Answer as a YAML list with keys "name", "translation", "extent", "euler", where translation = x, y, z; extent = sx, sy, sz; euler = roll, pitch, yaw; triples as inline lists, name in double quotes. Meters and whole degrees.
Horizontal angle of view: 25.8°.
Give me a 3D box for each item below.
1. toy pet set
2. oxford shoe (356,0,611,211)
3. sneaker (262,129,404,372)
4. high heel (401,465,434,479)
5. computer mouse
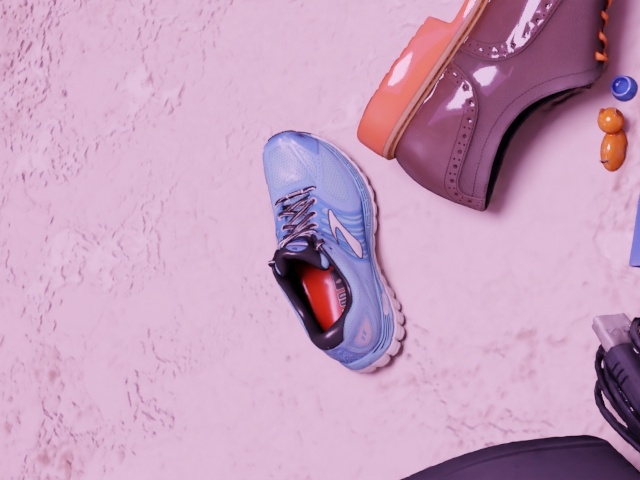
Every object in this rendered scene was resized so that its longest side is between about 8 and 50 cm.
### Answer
- name: "toy pet set"
  translation: [0.195, -0.039, 0.747]
  extent: [0.122, 0.065, 0.114]
  euler: [7, 84, 32]
- name: "oxford shoe"
  translation: [0.137, -0.140, 0.802]
  extent: [0.098, 0.097, 0.271]
  euler: [38, 106, 11]
- name: "sneaker"
  translation: [0.000, 0.000, 0.852]
  extent: [0.063, 0.073, 0.162]
  euler: [-31, 66, 23]
- name: "high heel"
  translation: [0.031, 0.277, 0.771]
  extent: [0.186, 0.093, 0.261]
  euler: [-32, 59, 25]
- name: "computer mouse"
  translation: [0.091, 0.152, 0.701]
  extent: [0.272, 0.072, 0.188]
  euler: [-24, 56, 0]
